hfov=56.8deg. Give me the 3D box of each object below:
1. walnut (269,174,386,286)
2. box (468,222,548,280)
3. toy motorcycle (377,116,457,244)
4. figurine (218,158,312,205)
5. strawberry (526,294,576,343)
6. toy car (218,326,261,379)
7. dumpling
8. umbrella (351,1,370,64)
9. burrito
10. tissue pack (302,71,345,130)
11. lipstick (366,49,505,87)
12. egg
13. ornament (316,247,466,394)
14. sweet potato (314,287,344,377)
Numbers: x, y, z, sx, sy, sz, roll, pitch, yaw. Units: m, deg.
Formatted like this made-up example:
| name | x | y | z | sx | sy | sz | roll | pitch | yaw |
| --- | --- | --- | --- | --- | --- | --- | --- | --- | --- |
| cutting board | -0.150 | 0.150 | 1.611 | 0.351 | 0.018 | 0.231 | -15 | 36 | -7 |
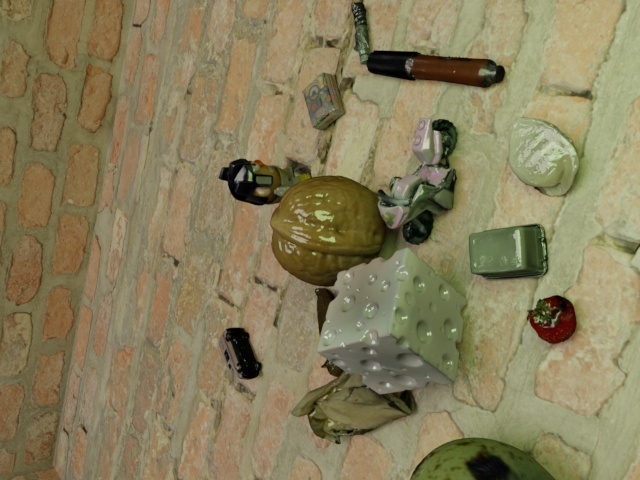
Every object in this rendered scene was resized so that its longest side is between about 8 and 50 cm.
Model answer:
| name | x | y | z | sx | sy | sz | roll | pitch | yaw |
| --- | --- | --- | --- | --- | --- | --- | --- | --- | --- |
| walnut | 0.018 | -0.027 | 1.623 | 0.332 | 0.332 | 0.333 | -5 | 83 | 47 |
| box | 0.420 | 0.026 | 1.356 | 0.172 | 0.092 | 0.124 | -11 | 79 | 46 |
| toy motorcycle | 0.245 | -0.150 | 1.490 | 0.143 | 0.188 | 0.327 | 26 | 106 | 52 |
| figurine | -0.177 | -0.181 | 1.882 | 0.308 | 0.308 | 0.143 | 1 | 92 | 47 |
| strawberry | 0.501 | 0.171 | 1.267 | 0.106 | 0.106 | 0.106 | -5 | 83 | 47 |
| toy car | -0.290 | 0.413 | 2.094 | 0.108 | 0.089 | 0.210 | -52 | 51 | 32 |
| dumpling | 0.493 | -0.186 | 1.295 | 0.150 | 0.092 | 0.177 | -13 | 78 | 49 |
| umbrella | 0.122 | -0.616 | 1.768 | 0.050 | 0.046 | 0.188 | -18 | 78 | 56 |
| burrito | 0.084 | 0.443 | 1.650 | 0.332 | 0.190 | 0.135 | -36 | 26 | 37 |
| tissue pack | 0.008 | -0.437 | 1.861 | 0.108 | 0.060 | 0.148 | -33 | 63 | 42 |
| lipstick | 0.289 | -0.451 | 1.550 | 0.418 | 0.077 | 0.077 | 23 | 103 | 44 |
| egg | 0.361 | 0.608 | 1.194 | 0.428 | 0.345 | 0.345 | 45 | 119 | 36 |
| ornament | 0.177 | 0.203 | 1.437 | 0.239 | 0.239 | 0.240 | -24 | 39 | 43 |
| sweet potato | 0.025 | 0.270 | 1.769 | 0.112 | 0.085 | 0.286 | -38 | 60 | 44 |
